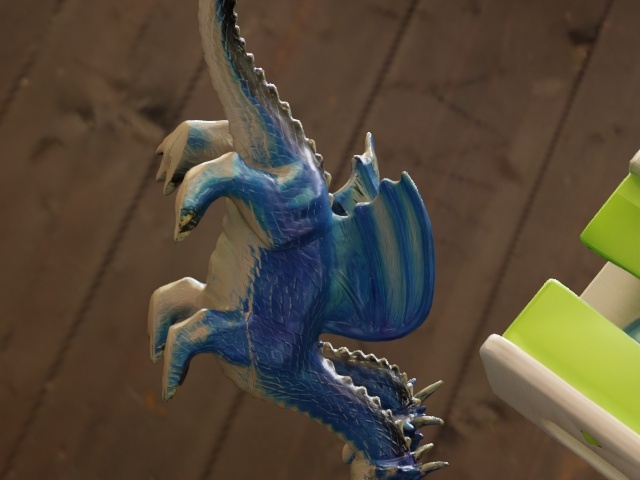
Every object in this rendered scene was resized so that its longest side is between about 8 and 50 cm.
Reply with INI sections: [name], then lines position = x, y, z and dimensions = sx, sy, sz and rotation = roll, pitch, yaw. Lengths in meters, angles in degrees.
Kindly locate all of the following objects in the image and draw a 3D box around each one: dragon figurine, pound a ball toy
[dragon figurine]
position = 0.000, 0.000, 0.855
dimensions = 0.144, 0.289, 0.085
rotation = 0, -162, -13
[pound a ball toy]
position = 0.263, 0.079, 0.856
dimensions = 0.319, 0.136, 0.208
rotation = 36, -99, 21
